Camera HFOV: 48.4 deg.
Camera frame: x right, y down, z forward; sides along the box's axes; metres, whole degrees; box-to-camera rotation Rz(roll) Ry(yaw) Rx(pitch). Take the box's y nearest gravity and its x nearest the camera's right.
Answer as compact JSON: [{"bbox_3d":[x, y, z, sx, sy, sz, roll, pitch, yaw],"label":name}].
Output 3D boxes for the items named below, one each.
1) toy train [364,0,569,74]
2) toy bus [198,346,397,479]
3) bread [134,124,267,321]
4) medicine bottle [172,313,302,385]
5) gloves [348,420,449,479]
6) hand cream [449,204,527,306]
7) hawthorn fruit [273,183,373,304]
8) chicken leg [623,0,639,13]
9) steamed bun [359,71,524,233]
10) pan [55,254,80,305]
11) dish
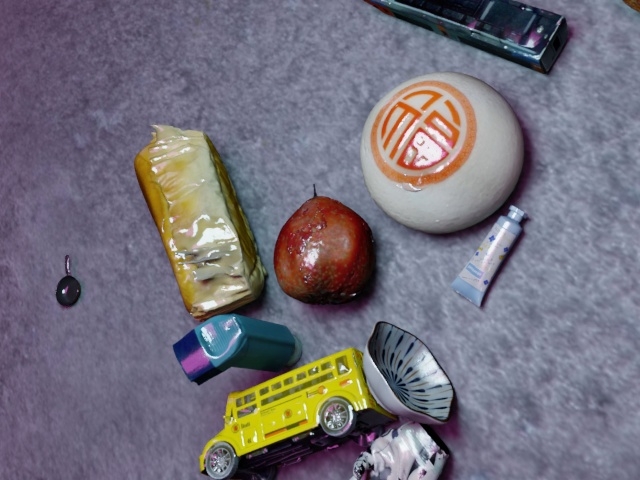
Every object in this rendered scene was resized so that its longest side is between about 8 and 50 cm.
[{"bbox_3d":[0.241,-0.412,1.283,0.409,0.089,0.086,31,94,30],"label":"toy train"},{"bbox_3d":[-0.050,0.307,1.213,0.330,0.144,0.152,-25,58,16],"label":"toy bus"},{"bbox_3d":[-0.239,-0.029,1.360,0.183,0.236,0.388,-23,59,3],"label":"bread"},{"bbox_3d":[-0.129,0.186,1.218,0.124,0.258,0.079,-43,63,14],"label":"medicine bottle"},{"bbox_3d":[0.108,0.389,1.136,0.127,0.111,0.212,44,96,4],"label":"gloves"},{"bbox_3d":[0.283,0.022,1.176,0.065,0.043,0.170,36,99,35],"label":"hand cream"},{"bbox_3d":[0.000,0.000,1.251,0.181,0.181,0.235,-16,70,23],"label":"hawthorn fruit"},{"bbox_3d":[0.578,-0.397,1.112,0.407,0.096,0.158,35,74,27],"label":"chicken leg"},{"bbox_3d":[0.191,-0.156,1.190,0.283,0.177,0.283,-7,74,25],"label":"steamed bun"},{"bbox_3d":[-0.562,0.090,1.595,0.068,0.023,0.115,-9,76,25],"label":"pan"},{"bbox_3d":[0.127,0.223,1.137,0.066,0.191,0.190,-47,61,27],"label":"dish"}]
